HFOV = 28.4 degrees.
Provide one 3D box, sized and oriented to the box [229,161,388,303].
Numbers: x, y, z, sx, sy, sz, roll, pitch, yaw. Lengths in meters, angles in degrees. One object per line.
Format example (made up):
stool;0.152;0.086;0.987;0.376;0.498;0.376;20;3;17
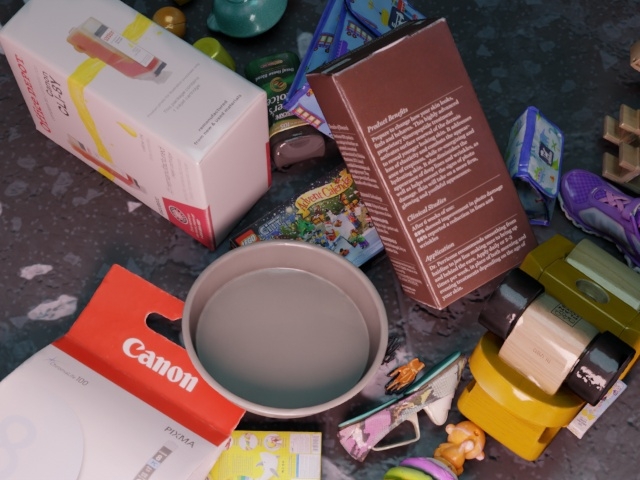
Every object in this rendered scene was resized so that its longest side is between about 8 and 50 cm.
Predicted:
box;0.000;0.000;1.951;0.233;0.044;0.159;-35;69;-17

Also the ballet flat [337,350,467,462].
ballet flat;0.130;0.246;1.820;0.221;0.077;0.079;-31;86;-10

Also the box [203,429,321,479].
box;-0.089;0.324;1.789;0.179;0.043;0.105;3;64;-1

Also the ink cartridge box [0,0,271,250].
ink cartridge box;-0.273;-0.196;1.920;0.384;0.279;0.160;34;69;16

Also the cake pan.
cake pan;-0.051;0.130;1.805;0.293;0.054;0.293;3;54;-4

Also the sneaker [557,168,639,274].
sneaker;0.468;-0.037;1.940;0.095;0.104;0.236;-40;69;-17

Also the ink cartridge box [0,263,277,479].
ink cartridge box;-0.289;0.241;1.772;0.308;0.091;0.385;28;74;18

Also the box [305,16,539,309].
box;0.150;-0.113;1.849;0.191;0.143;0.381;-28;107;-14

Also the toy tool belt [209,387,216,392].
toy tool belt;-0.148;0.205;1.842;0.052;0.051;0.083;-10;64;-5

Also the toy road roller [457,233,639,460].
toy road roller;0.326;0.156;1.787;0.202;0.241;0.329;37;32;17

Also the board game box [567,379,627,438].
board game box;0.357;0.202;1.861;0.154;0.026;0.103;41;70;18

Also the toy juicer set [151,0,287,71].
toy juicer set;-0.149;-0.419;2.146;0.209;0.089;0.329;32;75;29

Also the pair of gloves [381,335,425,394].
pair of gloves;0.105;0.185;1.877;0.074;0.010;0.083;-39;68;-16

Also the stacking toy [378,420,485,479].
stacking toy;0.133;0.356;1.726;0.175;0.166;0.302;41;58;2

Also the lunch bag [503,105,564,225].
lunch bag;0.322;-0.114;1.945;0.096;0.151;0.129;3;62;16

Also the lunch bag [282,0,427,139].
lunch bag;0.096;-0.289;2.023;0.221;0.138;0.293;31;52;-20

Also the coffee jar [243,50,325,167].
coffee jar;-0.056;-0.209;2.037;0.096;0.079;0.184;-15;65;-8

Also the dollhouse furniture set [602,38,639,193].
dollhouse furniture set;0.574;-0.202;1.973;0.161;0.212;0.242;24;56;-21
